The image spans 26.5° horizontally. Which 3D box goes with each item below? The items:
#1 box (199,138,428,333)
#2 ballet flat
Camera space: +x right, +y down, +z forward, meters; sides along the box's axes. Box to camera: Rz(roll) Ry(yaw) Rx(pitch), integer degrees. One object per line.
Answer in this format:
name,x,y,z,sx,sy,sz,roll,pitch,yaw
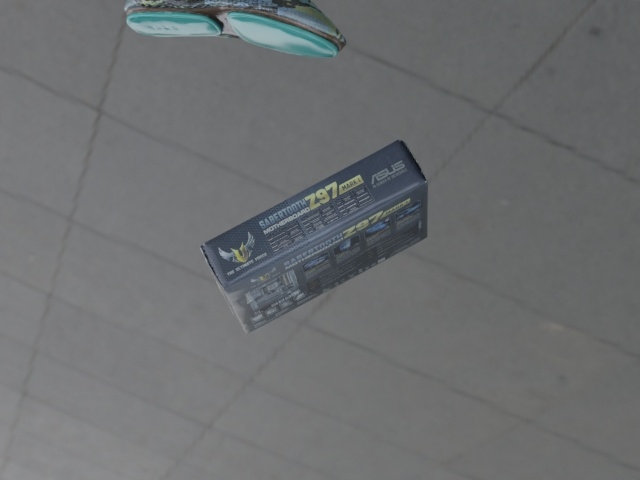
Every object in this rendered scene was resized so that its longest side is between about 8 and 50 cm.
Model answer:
box,0.000,0.000,1.411,0.059,0.232,0.183,60,175,17
ballet flat,-0.064,-0.187,1.061,0.188,0.070,0.070,11,154,17
